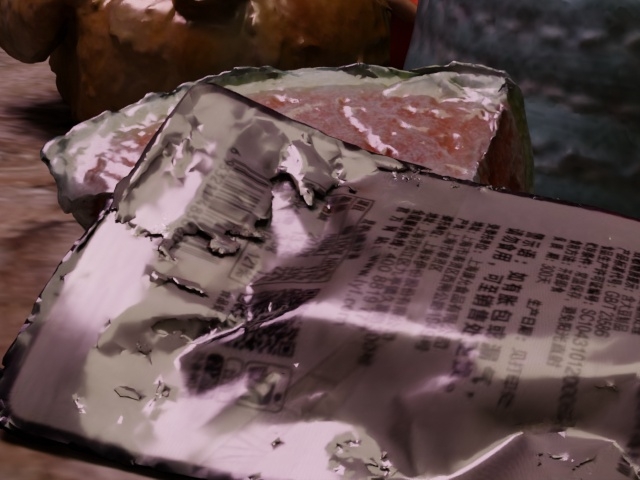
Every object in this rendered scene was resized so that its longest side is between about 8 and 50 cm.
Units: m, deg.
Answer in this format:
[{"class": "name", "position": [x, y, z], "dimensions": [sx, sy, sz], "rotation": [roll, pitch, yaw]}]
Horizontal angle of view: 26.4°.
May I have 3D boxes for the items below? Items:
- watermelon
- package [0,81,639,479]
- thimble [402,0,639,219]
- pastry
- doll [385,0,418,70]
[{"class": "watermelon", "position": [0.000, 0.000, 0.494], "dimensions": [0.187, 0.071, 0.139], "rotation": [-9, 39, -13]}, {"class": "package", "position": [0.041, 0.024, 0.396], "dimensions": [0.239, 0.030, 0.154], "rotation": [13, 43, 15]}, {"class": "thimble", "position": [0.140, -0.078, 0.663], "dimensions": [0.198, 0.143, 0.235], "rotation": [11, 16, 8]}, {"class": "pastry", "position": [-0.060, -0.108, 0.744], "dimensions": [0.229, 0.100, 0.218], "rotation": [-11, 21, -35]}, {"class": "doll", "position": [0.067, -0.130, 0.877], "dimensions": [0.217, 0.085, 0.183], "rotation": [15, -1, 40]}]
